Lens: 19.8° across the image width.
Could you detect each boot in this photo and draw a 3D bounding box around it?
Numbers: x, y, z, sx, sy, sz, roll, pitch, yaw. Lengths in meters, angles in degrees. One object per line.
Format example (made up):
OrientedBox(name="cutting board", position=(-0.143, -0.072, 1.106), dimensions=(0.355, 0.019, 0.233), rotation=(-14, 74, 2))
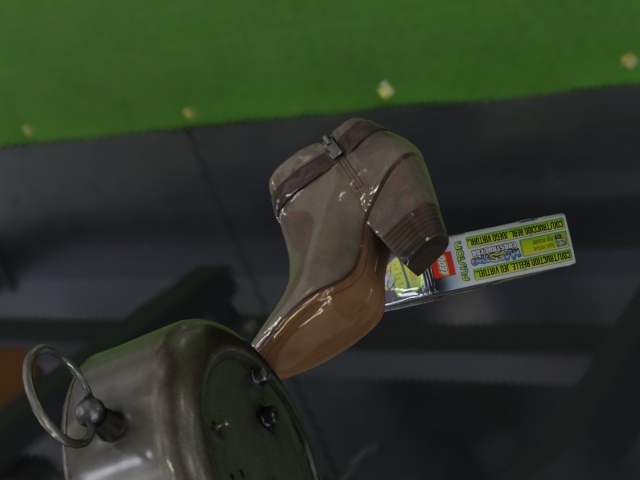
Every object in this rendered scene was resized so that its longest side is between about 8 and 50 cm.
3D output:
OrientedBox(name="boot", position=(0.000, 0.000, 0.813), dimensions=(0.087, 0.118, 0.042), rotation=(52, 176, 40))

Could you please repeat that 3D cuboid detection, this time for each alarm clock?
OrientedBox(name="alarm clock", position=(-0.052, 0.088, 0.706), dimensions=(0.064, 0.129, 0.192), rotation=(-24, 144, 22))

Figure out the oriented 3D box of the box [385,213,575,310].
OrientedBox(name="box", position=(0.079, 0.023, 1.294), dimensions=(0.207, 0.114, 0.036), rotation=(159, 99, -67))
